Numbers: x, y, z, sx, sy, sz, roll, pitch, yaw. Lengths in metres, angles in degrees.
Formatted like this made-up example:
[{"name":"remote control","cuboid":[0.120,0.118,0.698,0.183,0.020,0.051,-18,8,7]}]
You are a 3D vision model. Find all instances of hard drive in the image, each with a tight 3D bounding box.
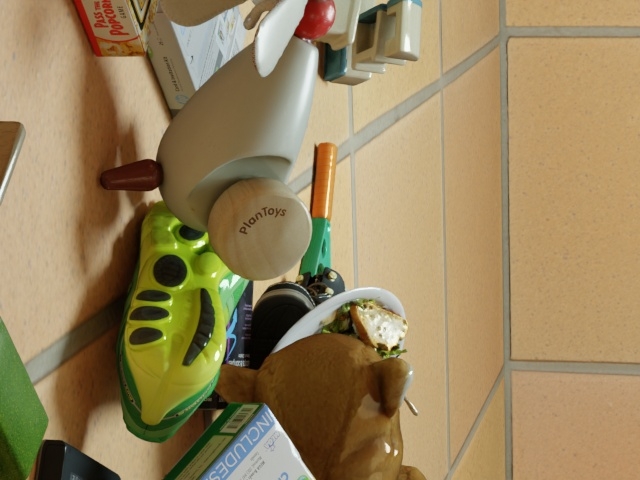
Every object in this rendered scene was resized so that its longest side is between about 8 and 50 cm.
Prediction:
[{"name":"hard drive","cuboid":[-0.187,0.212,1.471,0.135,0.022,0.094,54,39,-68]}]

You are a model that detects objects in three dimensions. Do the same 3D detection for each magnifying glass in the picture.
[{"name":"magnifying glass","cuboid":[0.000,0.000,2.236,0.092,0.026,0.231,47,45,-71]}]

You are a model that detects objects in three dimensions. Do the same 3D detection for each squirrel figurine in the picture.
[{"name":"squirrel figurine","cuboid":[0.008,0.284,1.747,0.397,0.281,0.370,-45,135,-68]}]

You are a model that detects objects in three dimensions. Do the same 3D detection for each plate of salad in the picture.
[{"name":"plate of salad","cuboid":[0.015,0.136,1.940,0.200,0.048,0.200,-28,140,-27]}]

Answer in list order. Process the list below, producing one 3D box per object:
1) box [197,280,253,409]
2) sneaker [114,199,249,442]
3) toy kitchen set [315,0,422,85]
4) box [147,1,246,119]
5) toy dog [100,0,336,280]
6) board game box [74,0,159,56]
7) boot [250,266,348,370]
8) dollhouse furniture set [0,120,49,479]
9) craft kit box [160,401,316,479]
[{"name":"box","cuboid":[-0.092,0.082,1.845,0.116,0.029,0.162,11,82,-76]},{"name":"sneaker","cuboid":[-0.123,0.060,1.618,0.295,0.109,0.123,-72,-175,-60]},{"name":"toy kitchen set","cuboid":[0.010,-0.262,2.186,0.207,0.166,0.122,166,-71,-66]},{"name":"box","cuboid":[-0.114,-0.195,1.715,0.186,0.038,0.145,73,22,-54]},{"name":"toy dog","cuboid":[-0.078,-0.138,1.548,0.220,0.161,0.333,8,-89,59]},{"name":"board game box","cuboid":[-0.164,-0.259,1.487,0.193,0.045,0.147,74,21,-51]},{"name":"boot","cuboid":[-0.020,0.086,2.051,0.236,0.085,0.178,77,15,-44]},{"name":"dollhouse furniture set","cuboid":[-0.200,0.087,1.128,0.301,0.151,0.197,76,20,-48]},{"name":"craft kit box","cuboid":[-0.067,0.299,1.503,0.250,0.061,0.246,-47,114,-31]}]
